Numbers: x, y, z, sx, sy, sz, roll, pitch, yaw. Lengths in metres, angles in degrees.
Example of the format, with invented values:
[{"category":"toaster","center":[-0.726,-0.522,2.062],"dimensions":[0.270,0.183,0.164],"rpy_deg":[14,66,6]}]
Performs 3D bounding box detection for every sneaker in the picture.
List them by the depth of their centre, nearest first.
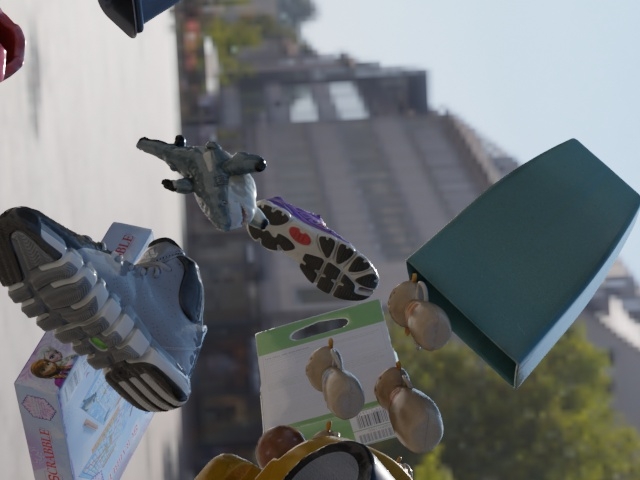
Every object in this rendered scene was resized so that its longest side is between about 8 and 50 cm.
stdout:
[{"category":"sneaker","center":[-0.175,0.028,1.383],"dimensions":[0.229,0.086,0.132],"rpy_deg":[52,43,-28]},{"category":"sneaker","center":[0.000,0.000,1.872],"dimensions":[0.071,0.170,0.068],"rpy_deg":[-37,161,-57]}]

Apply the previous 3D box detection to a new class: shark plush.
[{"category":"shark plush","center":[-0.109,-0.061,1.461],"dimensions":[0.161,0.067,0.073],"rpy_deg":[43,-36,29]}]

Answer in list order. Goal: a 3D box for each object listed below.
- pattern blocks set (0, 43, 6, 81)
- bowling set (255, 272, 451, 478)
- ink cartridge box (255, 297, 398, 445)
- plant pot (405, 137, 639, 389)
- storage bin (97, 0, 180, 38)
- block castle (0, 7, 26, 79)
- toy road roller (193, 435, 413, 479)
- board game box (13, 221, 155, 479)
[{"category":"pattern blocks set","center":[-0.302,-0.122,0.861],"dimensions":[0.285,0.026,0.325],"rpy_deg":[59,33,-21]},{"category":"bowling set","center":[0.025,0.176,1.705],"dimensions":[0.154,0.199,0.287],"rpy_deg":[-130,-137,-71]},{"category":"ink cartridge box","center":[0.012,0.167,1.982],"dimensions":[0.235,0.171,0.056],"rpy_deg":[-100,174,-64]},{"category":"plant pot","center":[0.237,0.015,1.833],"dimensions":[0.166,0.234,0.165],"rpy_deg":[44,-6,14]},{"category":"storage bin","center":[-0.213,-0.325,1.960],"dimensions":[0.098,0.091,0.135],"rpy_deg":[43,-29,31]},{"category":"block castle","center":[-0.493,-0.311,1.546],"dimensions":[0.213,0.453,0.303],"rpy_deg":[-33,-130,40]},{"category":"toy road roller","center":[-0.042,0.302,1.279],"dimensions":[0.202,0.329,0.240],"rpy_deg":[50,-19,-28]},{"category":"board game box","center":[-0.303,0.195,2.277],"dimensions":[0.319,0.065,0.318],"rpy_deg":[-64,160,-44]}]
